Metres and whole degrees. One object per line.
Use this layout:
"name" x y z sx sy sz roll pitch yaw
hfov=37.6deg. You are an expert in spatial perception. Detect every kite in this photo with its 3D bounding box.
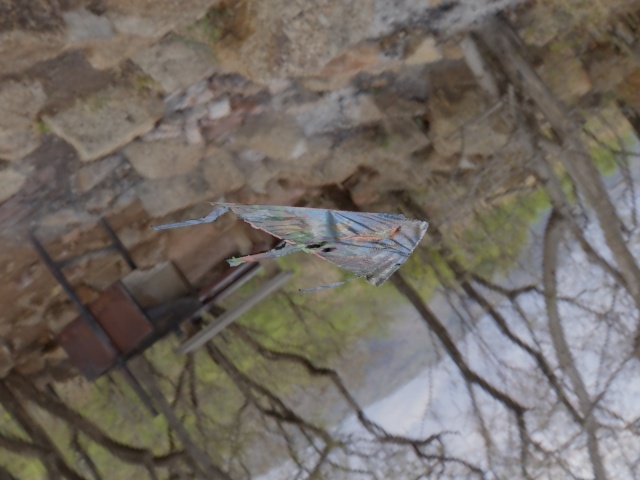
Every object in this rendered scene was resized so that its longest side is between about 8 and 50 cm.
"kite" 0.000 0.000 0.602 0.160 0.010 0.183 -12 155 34
